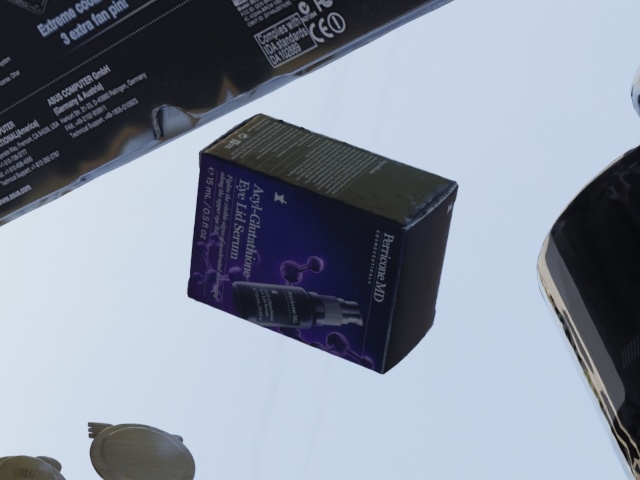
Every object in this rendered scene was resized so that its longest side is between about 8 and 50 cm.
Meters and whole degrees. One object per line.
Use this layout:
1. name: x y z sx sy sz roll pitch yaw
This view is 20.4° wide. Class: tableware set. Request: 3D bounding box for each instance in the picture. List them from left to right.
1. tableware set: -0.120 0.160 0.993 0.168 0.141 0.020 56 -42 45

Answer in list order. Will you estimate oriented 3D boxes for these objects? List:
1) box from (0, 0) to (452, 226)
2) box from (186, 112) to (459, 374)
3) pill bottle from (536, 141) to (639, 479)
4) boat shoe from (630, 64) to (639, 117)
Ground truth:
1. box: -0.074 -0.140 0.419 0.307 0.242 0.076 -22 -168 48
2. box: 0.000 0.000 1.557 0.108 0.207 0.153 -39 143 -52
3. pill bottle: 0.171 0.083 0.561 0.130 0.130 0.245 -56 -135 43
4. boat shoe: 0.149 0.025 0.349 0.095 0.112 0.335 -33 -151 12
